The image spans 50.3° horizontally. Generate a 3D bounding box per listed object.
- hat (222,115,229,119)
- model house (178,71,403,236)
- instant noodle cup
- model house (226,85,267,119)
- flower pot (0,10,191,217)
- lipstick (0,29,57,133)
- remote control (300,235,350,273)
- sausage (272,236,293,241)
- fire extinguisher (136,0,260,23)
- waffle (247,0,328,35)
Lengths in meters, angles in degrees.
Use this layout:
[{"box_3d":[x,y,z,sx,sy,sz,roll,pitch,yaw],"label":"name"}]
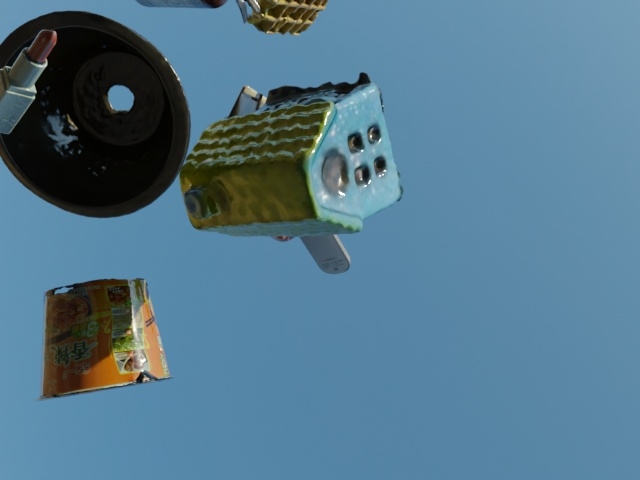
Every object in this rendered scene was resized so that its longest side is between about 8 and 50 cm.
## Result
[{"box_3d":[-0.191,-0.212,1.685,0.089,0.205,0.205,-21,-110,-19],"label":"hat"},{"box_3d":[-0.049,-0.101,1.016,0.237,0.303,0.216,-2,-67,32],"label":"model house"},{"box_3d":[-0.378,0.169,1.178,0.230,0.230,0.182,-14,-102,25],"label":"instant noodle cup"},{"box_3d":[-0.044,-0.212,1.436,0.169,0.326,0.244,-66,-155,3],"label":"model house"},{"box_3d":[-0.296,-0.181,0.940,0.268,0.166,0.269,1,-68,3],"label":"flower pot"},{"box_3d":[-0.281,-0.154,0.642,0.129,0.030,0.030,-39,-119,30],"label":"lipstick"},{"box_3d":[0.000,0.000,1.527,0.077,0.245,0.022,-13,-131,18],"label":"remote control"},{"box_3d":[-0.098,-0.045,1.339,0.154,0.062,0.062,35,-80,48],"label":"sausage"},{"box_3d":[-0.185,-0.372,1.016,0.231,0.099,0.071,17,-119,36],"label":"fire extinguisher"},{"box_3d":[-0.033,-0.501,1.338,0.219,0.229,0.057,-42,-96,28],"label":"waffle"}]
